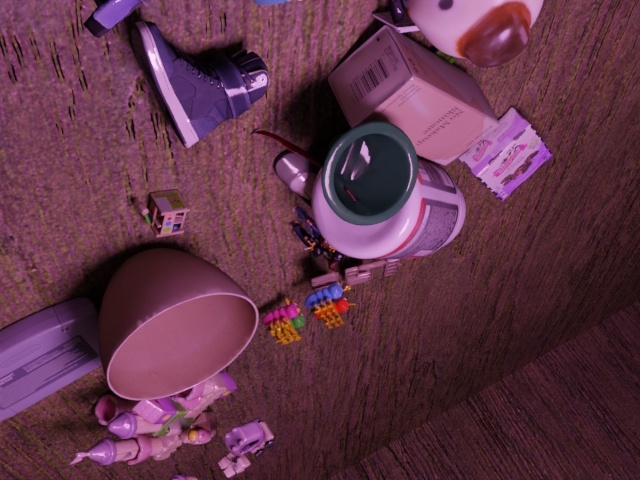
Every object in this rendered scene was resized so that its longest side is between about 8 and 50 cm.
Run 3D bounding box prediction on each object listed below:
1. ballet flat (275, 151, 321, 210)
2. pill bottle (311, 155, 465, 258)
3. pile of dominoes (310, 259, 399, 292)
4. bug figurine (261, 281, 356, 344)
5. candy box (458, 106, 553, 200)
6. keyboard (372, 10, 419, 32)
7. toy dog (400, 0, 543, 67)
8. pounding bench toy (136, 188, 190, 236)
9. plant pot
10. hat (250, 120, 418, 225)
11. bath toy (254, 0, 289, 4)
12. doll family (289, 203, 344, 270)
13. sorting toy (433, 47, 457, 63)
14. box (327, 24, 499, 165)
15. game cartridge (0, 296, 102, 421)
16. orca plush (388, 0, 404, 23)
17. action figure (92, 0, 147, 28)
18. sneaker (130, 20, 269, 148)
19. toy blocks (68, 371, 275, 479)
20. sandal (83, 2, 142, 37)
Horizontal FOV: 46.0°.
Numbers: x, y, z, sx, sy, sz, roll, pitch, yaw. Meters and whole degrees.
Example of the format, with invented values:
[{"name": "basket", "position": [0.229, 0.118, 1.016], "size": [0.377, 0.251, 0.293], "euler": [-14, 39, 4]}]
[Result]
[{"name": "ballet flat", "position": [-0.014, -0.100, 1.437], "size": [0.072, 0.068, 0.213], "euler": [-37, 149, 7]}, {"name": "pill bottle", "position": [0.151, -0.067, 1.470], "size": [0.210, 0.210, 0.363], "euler": [-47, 159, 18]}, {"name": "pile of dominoes", "position": [0.072, 0.065, 1.678], "size": [0.196, 0.040, 0.251], "euler": [-13, 169, 0]}, {"name": "bug figurine", "position": [-0.026, 0.165, 1.740], "size": [0.216, 0.072, 0.279], "euler": [-23, 165, -1]}, {"name": "candy box", "position": [0.430, -0.194, 1.740], "size": [0.165, 0.070, 0.196], "euler": [-44, 148, 13]}, {"name": "keyboard", "position": [0.209, -0.382, 1.274], "size": [0.256, 0.072, 0.014], "euler": [-16, 136, -30]}, {"name": "toy dog", "position": [0.283, -0.438, 1.047], "size": [0.408, 0.284, 0.395], "euler": [-41, 152, 0]}, {"name": "pounding bench toy", "position": [-0.275, -0.042, 1.277], "size": [0.083, 0.052, 0.065], "euler": [-11, 141, -35]}, {"name": "plant pot", "position": [-0.280, 0.124, 1.360], "size": [0.284, 0.191, 0.284], "euler": [-24, 146, -17]}, {"name": "hat", "position": [0.038, -0.145, 1.278], "size": [0.173, 0.183, 0.208], "euler": [-45, 125, -3]}, {"name": "bath toy", "position": [0.021, -0.431, 0.887], "size": [0.348, 0.151, 0.129], "euler": [-56, 132, -25]}, {"name": "doll family", "position": [0.000, 0.000, 1.542], "size": [0.076, 0.111, 0.193], "euler": [-43, 148, 12]}, {"name": "sorting toy", "position": [0.236, -0.364, 1.365], "size": [0.061, 0.042, 0.102], "euler": [-2, 149, -21]}, {"name": "box", "position": [0.175, -0.249, 1.349], "size": [0.148, 0.121, 0.311], "euler": [-38, 151, 30]}, {"name": "game cartridge", "position": [-0.526, 0.220, 1.383], "size": [0.297, 0.062, 0.198], "euler": [-29, 144, -11]}, {"name": "orca plush", "position": [0.233, -0.422, 1.221], "size": [0.287, 0.151, 0.102], "euler": [-33, 180, -10]}, {"name": "action figure", "position": [-0.141, -0.372, 0.688], "size": [0.341, 0.330, 0.178], "euler": [-45, 167, 5]}, {"name": "sneaker", "position": [-0.165, -0.249, 1.071], "size": [0.163, 0.086, 0.226], "euler": [-30, 149, -7]}, {"name": "toy blocks", "position": [-0.322, 0.373, 1.535], "size": [0.288, 0.309, 0.260], "euler": [-45, 154, 13]}, {"name": "sandal", "position": [-0.137, -0.422, 0.840], "size": [0.107, 0.167, 0.446], "euler": [38, 102, -26]}]
